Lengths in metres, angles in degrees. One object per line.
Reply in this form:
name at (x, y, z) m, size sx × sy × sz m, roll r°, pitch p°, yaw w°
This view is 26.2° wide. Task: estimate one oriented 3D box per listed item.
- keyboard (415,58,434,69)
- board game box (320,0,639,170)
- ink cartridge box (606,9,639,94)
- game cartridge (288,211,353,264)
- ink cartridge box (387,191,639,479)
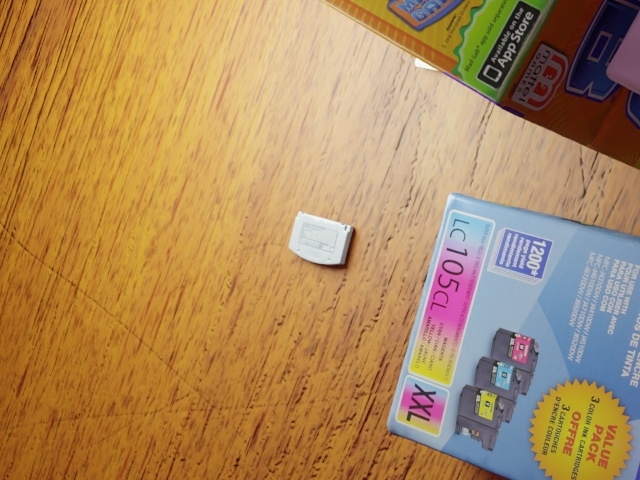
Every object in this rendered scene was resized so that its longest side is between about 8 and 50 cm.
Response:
keyboard at (0.220, -0.209, 1.537) m, size 0.256 × 0.014 × 0.072 m, roll 17°, pitch 95°, yaw 36°
board game box at (0.212, -0.323, 1.332) m, size 0.356 × 0.356 × 0.356 m, roll 36°, pitch 104°, yaw 34°
ink cartridge box at (0.399, -0.190, 1.242) m, size 0.114 × 0.273 × 0.197 m, roll 36°, pitch 106°, yaw 30°
game cartridge at (0.000, 0.000, 1.675) m, size 0.083 × 0.017 × 0.056 m, roll 17°, pitch 91°, yaw 37°
ink cartridge box at (0.289, 0.128, 1.365) m, size 0.395 × 0.151 × 0.270 m, roll 17°, pitch 95°, yaw 35°
